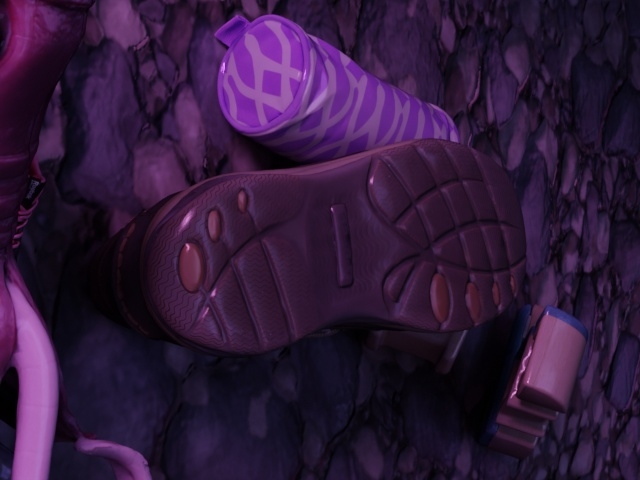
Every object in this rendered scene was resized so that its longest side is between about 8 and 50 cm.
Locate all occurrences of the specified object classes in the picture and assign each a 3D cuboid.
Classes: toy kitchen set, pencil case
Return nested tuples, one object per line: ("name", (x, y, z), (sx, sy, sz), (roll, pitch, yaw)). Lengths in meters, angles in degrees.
("toy kitchen set", (0.120, 0.073, 1.179), (0.207, 0.166, 0.122), (98, 11, -69))
("pencil case", (0.017, -0.087, 1.017), (0.206, 0.086, 0.088), (23, 39, -53))

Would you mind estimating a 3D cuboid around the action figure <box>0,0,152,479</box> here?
("action figure", (-0.168, -0.021, 0.601), (0.248, 0.275, 0.370), (-60, 173, -70))

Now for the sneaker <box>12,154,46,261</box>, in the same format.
("sneaker", (-0.173, -0.021, 0.792), (0.047, 0.057, 0.119), (-2, 95, -54))

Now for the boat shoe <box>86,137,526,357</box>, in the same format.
("boat shoe", (0.000, 0.000, 0.962), (0.355, 0.130, 0.132), (-1, 90, -47))
